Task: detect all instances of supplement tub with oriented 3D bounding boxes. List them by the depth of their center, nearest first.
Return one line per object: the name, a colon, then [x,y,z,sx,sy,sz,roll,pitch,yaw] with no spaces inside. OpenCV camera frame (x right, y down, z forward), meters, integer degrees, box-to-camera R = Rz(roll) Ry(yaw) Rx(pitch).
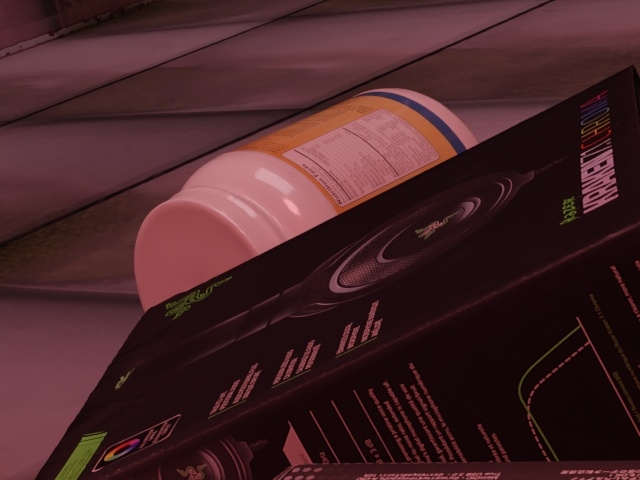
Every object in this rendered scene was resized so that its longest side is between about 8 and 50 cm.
supplement tub: [0.000,0.000,1.122,0.144,0.144,0.199,2,21,44]

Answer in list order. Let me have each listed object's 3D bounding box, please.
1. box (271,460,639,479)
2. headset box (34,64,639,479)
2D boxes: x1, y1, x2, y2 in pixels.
box: [0.119,0.148,0.342,0.270,0.216,0.060,-4,18,29]
headset box: [0.035,0.069,0.763,0.283,0.131,0.246,-27,12,15]
